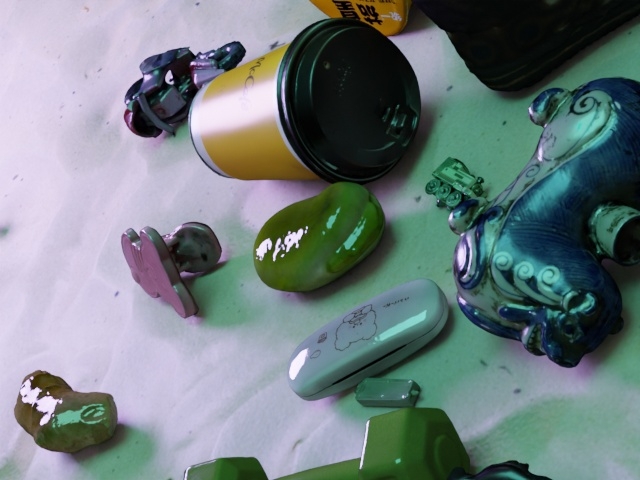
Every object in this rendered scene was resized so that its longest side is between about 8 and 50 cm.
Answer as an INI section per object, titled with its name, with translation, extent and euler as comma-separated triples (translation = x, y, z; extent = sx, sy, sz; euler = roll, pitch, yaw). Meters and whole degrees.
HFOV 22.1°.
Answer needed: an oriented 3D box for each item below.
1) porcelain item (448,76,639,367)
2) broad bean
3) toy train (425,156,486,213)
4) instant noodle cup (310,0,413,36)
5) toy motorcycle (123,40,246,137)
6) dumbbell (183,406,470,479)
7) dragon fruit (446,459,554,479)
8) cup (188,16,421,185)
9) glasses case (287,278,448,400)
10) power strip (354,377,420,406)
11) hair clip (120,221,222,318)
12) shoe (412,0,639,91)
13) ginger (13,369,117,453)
[porcelain item]
translation = 0.251, -0.023, 1.570
extent = 0.288, 0.138, 0.186
euler = -50, 46, -5
[broad bean]
translation = 0.000, 0.000, 1.853
extent = 0.174, 0.082, 0.124
euler = -32, 35, 35
[toy train]
translation = 0.150, -0.056, 1.788
extent = 0.053, 0.033, 0.083
euler = -45, 35, -7
[instant noodle cup]
translation = 0.070, -0.391, 2.075
extent = 0.216, 0.216, 0.172
euler = 12, 54, 50
[toy motorcycle]
translation = -0.197, -0.209, 2.252
extent = 0.213, 0.082, 0.122
euler = -19, 42, 34
[dumbbell]
translation = -0.001, 0.241, 1.576
extent = 0.302, 0.121, 0.108
euler = -20, 13, 33
[dragon fruit]
translation = 0.148, 0.315, 1.354
extent = 0.343, 0.100, 0.282
euler = -5, 50, 37
[cup]
translation = -0.027, -0.153, 1.946
extent = 0.279, 0.196, 0.196
euler = -6, 50, 51
[glasses case]
translation = 0.048, 0.104, 1.714
extent = 0.193, 0.049, 0.074
euler = -31, 38, 21
[power strip]
translation = 0.069, 0.155, 1.668
extent = 0.083, 0.017, 0.027
euler = -2, 54, 45
[hair clip]
translation = -0.199, 0.032, 1.994
extent = 0.138, 0.123, 0.102
euler = -10, 19, 33
[shoe]
translation = 0.273, -0.348, 1.782
extent = 0.384, 0.237, 0.171
euler = -33, 37, 17
[ginger]
translation = -0.305, 0.206, 1.951
extent = 0.190, 0.069, 0.095
euler = 20, 74, 51
